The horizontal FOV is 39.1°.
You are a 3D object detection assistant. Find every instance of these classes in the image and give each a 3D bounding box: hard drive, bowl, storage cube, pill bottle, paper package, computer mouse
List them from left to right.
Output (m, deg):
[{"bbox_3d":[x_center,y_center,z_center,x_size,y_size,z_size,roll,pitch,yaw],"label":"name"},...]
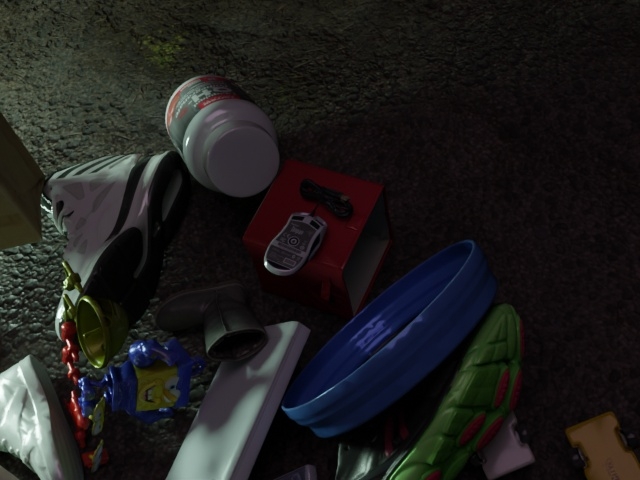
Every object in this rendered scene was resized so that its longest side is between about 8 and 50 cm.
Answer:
[{"bbox_3d":[-0.698,-0.105,1.591,0.325,0.309,0.168,-14,55,4],"label":"paper package"},{"bbox_3d":[-0.179,-0.192,1.681,0.176,0.176,0.318,-26,28,-7],"label":"pill bottle"},{"bbox_3d":[-0.139,0.280,1.457,0.203,0.040,0.307,-18,41,52],"label":"hard drive"},{"bbox_3d":[-0.029,-0.012,1.477,0.106,0.042,0.193,24,61,18],"label":"computer mouse"},{"bbox_3d":[0.000,0.000,1.596,0.193,0.183,0.215,18,62,20],"label":"storage cube"},{"bbox_3d":[0.109,0.153,1.387,0.391,0.391,0.077,-42,94,-17],"label":"bowl"}]

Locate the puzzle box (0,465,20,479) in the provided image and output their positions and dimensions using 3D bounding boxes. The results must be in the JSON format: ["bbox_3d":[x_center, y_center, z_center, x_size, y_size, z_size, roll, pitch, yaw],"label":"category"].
[{"bbox_3d":[-0.605,0.428,1.358,0.409,0.052,0.272,35,51,4],"label":"puzzle box"}]

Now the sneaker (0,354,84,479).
[{"bbox_3d":[-0.513,0.345,1.517,0.169,0.108,0.292,-30,48,-8],"label":"sneaker"}]

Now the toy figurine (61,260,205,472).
[{"bbox_3d":[-0.296,0.193,1.482,0.217,0.362,0.191,-10,39,-27],"label":"toy figurine"}]

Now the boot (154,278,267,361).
[{"bbox_3d":[-0.192,0.150,1.545,0.190,0.076,0.208,-23,31,0],"label":"boot"}]

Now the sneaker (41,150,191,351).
[{"bbox_3d":[-0.437,0.011,1.702,0.258,0.169,0.447,3,50,22],"label":"sneaker"}]

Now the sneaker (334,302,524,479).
[{"bbox_3d":[0.130,0.279,1.352,0.202,0.185,0.483,34,86,38],"label":"sneaker"}]

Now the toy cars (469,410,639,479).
[{"bbox_3d":[0.357,0.324,1.391,0.394,0.087,0.176,23,76,27],"label":"toy cars"}]

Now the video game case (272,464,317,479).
[{"bbox_3d":[-0.063,0.454,1.354,0.173,0.022,0.190,-33,48,35],"label":"video game case"}]
